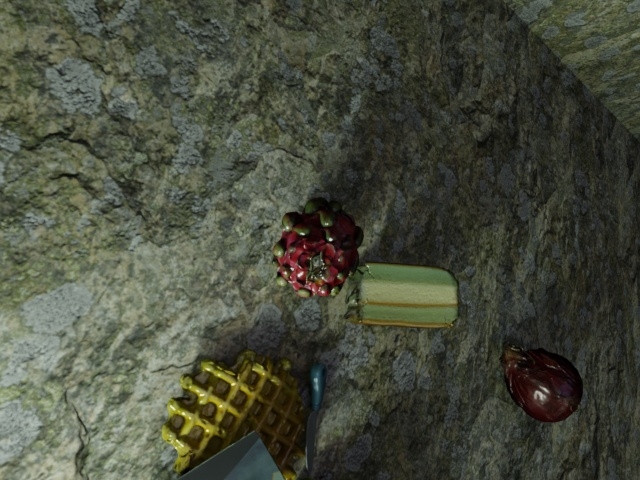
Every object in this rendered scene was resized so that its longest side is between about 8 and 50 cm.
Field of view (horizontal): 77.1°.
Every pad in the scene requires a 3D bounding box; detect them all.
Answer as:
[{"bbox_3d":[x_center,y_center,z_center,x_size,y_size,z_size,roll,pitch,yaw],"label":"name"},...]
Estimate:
[{"bbox_3d":[-0.192,0.471,0.734,0.243,0.004,0.164,-28,111,-14],"label":"pad"}]

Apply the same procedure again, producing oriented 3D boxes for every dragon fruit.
[{"bbox_3d":[0.003,0.001,0.907,0.218,0.198,0.273,28,66,-19],"label":"dragon fruit"}]

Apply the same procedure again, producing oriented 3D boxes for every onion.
[{"bbox_3d":[0.750,0.469,1.339,0.281,0.281,0.221,11,119,-33],"label":"onion"}]

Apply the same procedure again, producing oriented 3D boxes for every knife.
[{"bbox_3d":[-0.018,0.405,0.915,0.058,0.032,0.244,39,57,-67],"label":"knife"}]

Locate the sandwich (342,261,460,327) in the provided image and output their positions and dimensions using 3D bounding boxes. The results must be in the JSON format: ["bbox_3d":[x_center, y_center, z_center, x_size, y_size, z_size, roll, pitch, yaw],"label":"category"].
[{"bbox_3d":[0.186,0.136,0.989,0.198,0.227,0.155,11,75,-33],"label":"sandwich"}]

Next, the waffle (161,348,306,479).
[{"bbox_3d":[-0.160,0.379,0.811,0.312,0.060,0.307,7,76,-34],"label":"waffle"}]

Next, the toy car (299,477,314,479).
[{"bbox_3d":[0.007,0.651,0.850,0.235,0.145,0.235,-7,104,-27],"label":"toy car"}]
